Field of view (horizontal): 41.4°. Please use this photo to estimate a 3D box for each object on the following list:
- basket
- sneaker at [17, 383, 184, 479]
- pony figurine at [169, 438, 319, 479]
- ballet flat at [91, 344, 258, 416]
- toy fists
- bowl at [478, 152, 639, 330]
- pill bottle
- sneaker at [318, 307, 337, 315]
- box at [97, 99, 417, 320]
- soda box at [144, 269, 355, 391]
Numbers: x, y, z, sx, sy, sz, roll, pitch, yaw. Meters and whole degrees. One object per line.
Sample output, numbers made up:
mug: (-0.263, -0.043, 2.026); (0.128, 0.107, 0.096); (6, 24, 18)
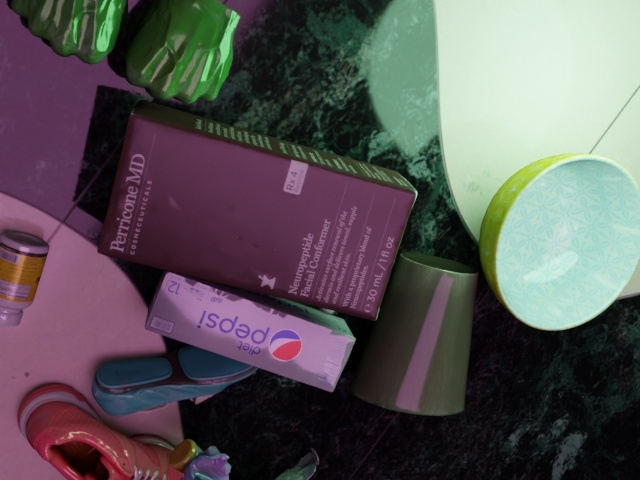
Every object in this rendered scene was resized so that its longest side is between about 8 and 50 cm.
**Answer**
basket: (0.165, 0.144, 1.353); (0.204, 0.154, 0.227); (9, 100, -27)
sneaker: (-0.296, 0.334, 1.216); (0.314, 0.136, 0.116); (39, 90, -29)
pony figurine: (-0.116, 0.454, 1.230); (0.351, 0.303, 0.363); (-44, 121, -7)
ballet flat: (-0.213, 0.207, 1.254); (0.247, 0.083, 0.087); (-7, 134, -21)
toy fists: (-0.242, -0.269, 1.066); (0.279, 0.096, 0.142); (22, 87, -27)
bowl: (0.364, -0.013, 1.380); (0.289, 0.156, 0.290); (-7, 109, -22)
pill bottle: (-0.404, 0.051, 1.116); (0.065, 0.065, 0.116); (16, 101, -27)
sneaker: (0.000, 0.000, 1.269); (0.086, 0.085, 0.237); (-5, 107, -15)
box: (-0.083, -0.041, 1.131); (0.381, 0.143, 0.191); (14, 104, -9)
soda box: (-0.101, 0.120, 1.215); (0.286, 0.098, 0.091); (21, 98, -13)
